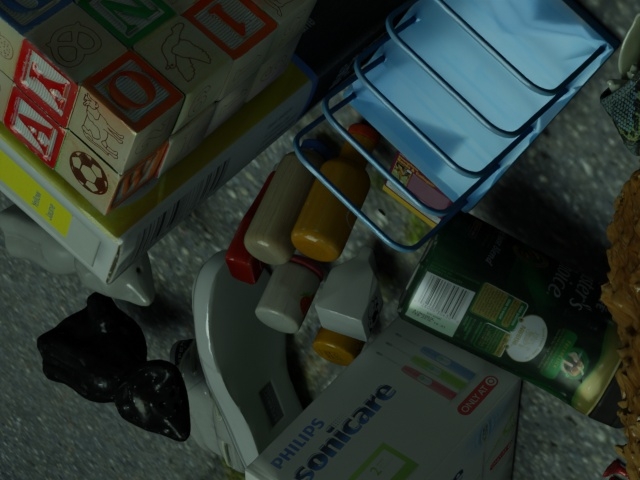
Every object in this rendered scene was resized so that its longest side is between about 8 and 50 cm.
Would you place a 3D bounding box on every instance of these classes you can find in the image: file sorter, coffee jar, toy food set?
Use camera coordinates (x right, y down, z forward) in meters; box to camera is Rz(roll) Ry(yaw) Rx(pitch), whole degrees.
[{"bbox_3d":[0.078,-0.092,1.169,0.118,0.104,0.170,44,130,5],"label":"file sorter"},{"bbox_3d":[0.150,0.054,1.259,0.184,0.096,0.079,28,110,3],"label":"coffee jar"},{"bbox_3d":[0.000,0.000,1.433,0.111,0.104,0.232,17,156,18],"label":"toy food set"}]

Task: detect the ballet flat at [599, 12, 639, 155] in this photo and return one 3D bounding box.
[{"bbox_3d":[0.211,-0.120,1.074,0.070,0.070,0.188,40,143,10],"label":"ballet flat"}]

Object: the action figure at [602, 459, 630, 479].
[{"bbox_3d":[0.264,0.208,1.387,0.115,0.030,0.038,27,137,24],"label":"action figure"}]

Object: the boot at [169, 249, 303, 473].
[{"bbox_3d":[-0.093,0.108,1.621,0.123,0.095,0.258,18,134,38],"label":"boot"}]

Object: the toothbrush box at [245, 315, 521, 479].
[{"bbox_3d":[0.050,0.232,1.487,0.122,0.206,0.283,29,142,27],"label":"toothbrush box"}]

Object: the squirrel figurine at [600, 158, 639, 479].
[{"bbox_3d":[0.294,0.038,0.958,0.397,0.281,0.370,-2,116,43],"label":"squirrel figurine"}]

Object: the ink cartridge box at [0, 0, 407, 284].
[{"bbox_3d":[-0.146,-0.165,1.204,0.307,0.303,0.072,42,145,6],"label":"ink cartridge box"}]

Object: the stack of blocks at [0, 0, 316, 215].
[{"bbox_3d":[-0.086,-0.171,1.135,0.171,0.297,0.087,41,144,9],"label":"stack of blocks"}]

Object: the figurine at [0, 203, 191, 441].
[{"bbox_3d":[-0.186,0.057,1.613,0.209,0.092,0.215,27,135,56],"label":"figurine"}]

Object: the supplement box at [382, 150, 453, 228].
[{"bbox_3d":[0.084,-0.055,1.296,0.055,0.043,0.083,39,147,11],"label":"supplement box"}]
